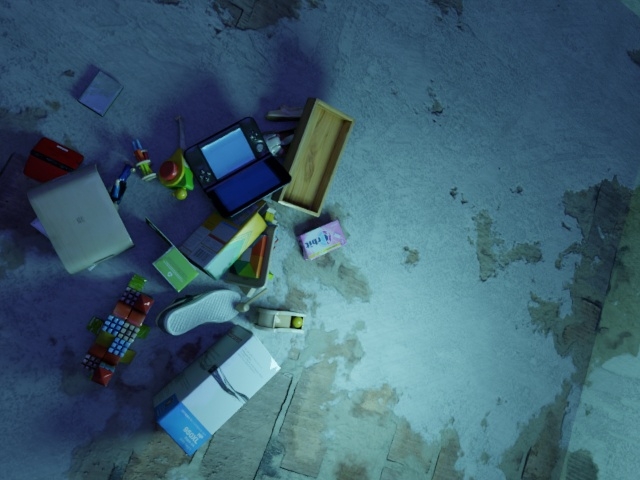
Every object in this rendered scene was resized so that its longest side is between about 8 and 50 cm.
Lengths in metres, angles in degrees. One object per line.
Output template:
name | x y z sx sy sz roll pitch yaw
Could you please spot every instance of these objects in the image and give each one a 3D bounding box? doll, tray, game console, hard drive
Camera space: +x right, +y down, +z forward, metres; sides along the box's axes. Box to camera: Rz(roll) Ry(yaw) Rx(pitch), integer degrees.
doll | -0.692 -0.182 1.648 0.046 0.129 0.189 19 66 -13
tray | -0.029 -0.318 1.860 0.202 0.076 0.412 17 97 -37
game console | -0.294 -0.266 1.709 0.293 0.173 0.250 -32 117 -13
hard drive | -0.776 -0.518 1.689 0.094 0.022 0.135 32 76 -17
game console | -0.906 -0.259 1.627 0.143 0.085 0.124 27 47 -18

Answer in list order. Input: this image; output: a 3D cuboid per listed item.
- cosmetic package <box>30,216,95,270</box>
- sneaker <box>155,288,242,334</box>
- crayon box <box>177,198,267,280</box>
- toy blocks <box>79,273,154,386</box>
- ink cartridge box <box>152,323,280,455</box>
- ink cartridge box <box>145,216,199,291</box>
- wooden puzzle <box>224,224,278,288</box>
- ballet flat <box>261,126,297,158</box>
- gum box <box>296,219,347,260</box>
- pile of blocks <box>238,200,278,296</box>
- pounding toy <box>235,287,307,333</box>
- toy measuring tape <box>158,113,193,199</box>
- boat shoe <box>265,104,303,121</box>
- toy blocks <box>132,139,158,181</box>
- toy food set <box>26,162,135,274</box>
cosmetic package | -0.837 -0.009 1.612 0.239 0.060 0.099 44 71 -13
sneaker | -0.441 0.249 1.728 0.320 0.127 0.126 -11 97 -46
crayon box | -0.337 -0.028 1.728 0.323 0.203 0.083 -49 134 -16
toy blocks | -0.659 0.299 1.555 0.190 0.261 0.382 31 76 -17
ink cartridge box | -0.362 0.491 1.645 0.395 0.285 0.166 -41 103 -18
ink cartridge box | -0.548 0.051 1.655 0.097 0.188 0.255 -44 101 -16
wooden puzzle | -0.262 0.050 1.753 0.044 0.220 0.239 22 77 -47
ballet flat | -0.148 -0.385 1.877 0.348 0.123 0.123 -17 93 -21
gum box | 0.000 0.000 1.937 0.188 0.062 0.107 -24 95 -21
pile of blocks | -0.204 0.041 1.813 0.112 0.148 0.363 22 81 -48
pounding toy | -0.168 0.262 1.787 0.269 0.154 0.155 13 82 -33
toy measuring tape | -0.534 -0.297 1.739 0.121 0.121 0.331 -4 72 -21
boat shoe | -0.144 -0.514 1.918 0.169 0.063 0.059 -8 87 -31
toy blocks | -0.627 -0.287 1.678 0.054 0.123 0.148 -23 96 -10
toy food set | -0.775 -0.070 1.562 0.219 0.092 0.307 -26 103 -14
